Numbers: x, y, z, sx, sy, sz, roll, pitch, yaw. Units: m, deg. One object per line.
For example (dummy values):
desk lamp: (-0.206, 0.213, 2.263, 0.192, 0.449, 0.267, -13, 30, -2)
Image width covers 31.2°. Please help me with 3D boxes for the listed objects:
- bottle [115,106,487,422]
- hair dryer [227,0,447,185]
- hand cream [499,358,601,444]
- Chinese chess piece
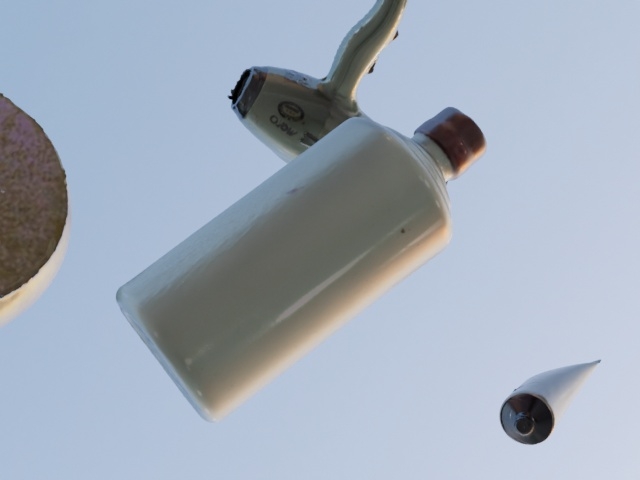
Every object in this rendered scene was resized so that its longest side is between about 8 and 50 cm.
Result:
bottle: (0.000, 0.000, 0.705, 0.245, 0.104, 0.104, -37, -66, -12)
hair dryer: (0.061, -0.126, 1.077, 0.225, 0.088, 0.219, -36, -63, 16)
hand cream: (0.229, 0.159, 1.173, 0.087, 0.186, 0.054, -21, -88, 27)
Chinese chess piece: (-0.382, -0.031, 1.137, 0.270, 0.112, 0.270, 10, -114, -23)
